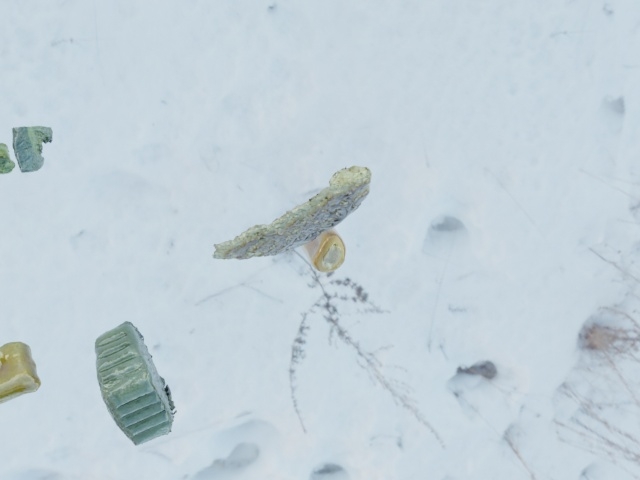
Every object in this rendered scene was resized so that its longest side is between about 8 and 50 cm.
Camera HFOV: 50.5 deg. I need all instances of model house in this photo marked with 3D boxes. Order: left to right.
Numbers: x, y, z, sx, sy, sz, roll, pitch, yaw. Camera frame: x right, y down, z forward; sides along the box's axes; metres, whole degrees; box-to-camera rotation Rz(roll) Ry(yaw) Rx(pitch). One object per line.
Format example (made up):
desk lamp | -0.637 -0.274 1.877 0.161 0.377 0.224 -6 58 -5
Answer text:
model house | -0.522 -0.165 1.234 0.066 0.079 0.083 -4 97 -9

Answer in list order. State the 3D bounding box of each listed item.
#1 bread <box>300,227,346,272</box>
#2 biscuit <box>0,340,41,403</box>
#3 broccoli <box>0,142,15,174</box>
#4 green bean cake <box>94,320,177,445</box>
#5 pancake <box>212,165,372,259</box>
bread | 0.000 0.000 1.457 0.073 0.239 0.093 27 100 -19
biscuit | -0.516 0.180 0.997 0.183 0.174 0.039 -17 146 -14
broccoli | -0.710 -0.150 1.219 0.304 0.145 0.165 -5 119 -44
green bean cake | -0.425 0.325 1.553 0.124 0.227 0.223 -22 130 -7
pancake | -0.052 -0.032 1.045 0.244 0.057 0.266 -17 165 -16
